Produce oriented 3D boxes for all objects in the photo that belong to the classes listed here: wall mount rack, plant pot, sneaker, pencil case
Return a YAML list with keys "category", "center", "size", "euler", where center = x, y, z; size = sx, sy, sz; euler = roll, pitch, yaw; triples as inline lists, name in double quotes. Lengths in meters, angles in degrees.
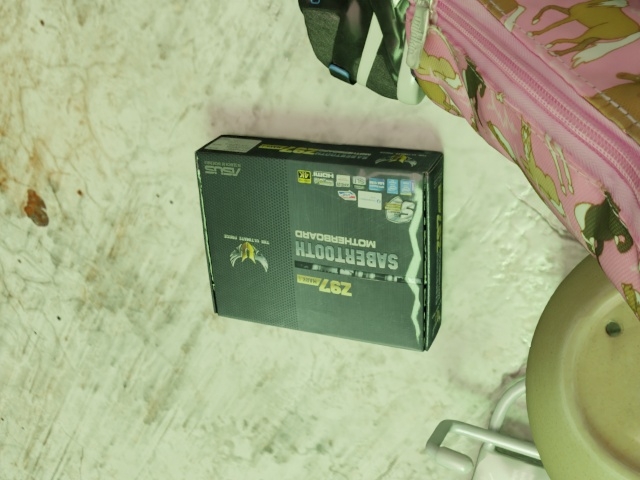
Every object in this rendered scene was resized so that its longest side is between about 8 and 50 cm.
- category: "wall mount rack"
  center: [0.223, 0.313, 0.719]
  size: [0.304, 0.130, 0.349]
  euler: [15, 100, 15]
- category: "plant pot"
  center: [0.257, 0.100, 0.535]
  size: [0.284, 0.191, 0.284]
  euler: [-10, 72, 33]
- category: "sneaker"
  center: [0.042, -0.219, 0.629]
  size: [0.121, 0.079, 0.216]
  euler: [18, 122, 16]
- category: "pencil case"
  center: [0.175, -0.066, 0.459]
  size: [0.167, 0.386, 0.160]
  euler: [-22, 128, -2]

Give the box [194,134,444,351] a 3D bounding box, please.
- category: "box"
  center: [0.000, 0.000, 0.770]
  size: [0.233, 0.059, 0.183]
  euler: [8, 118, 22]
